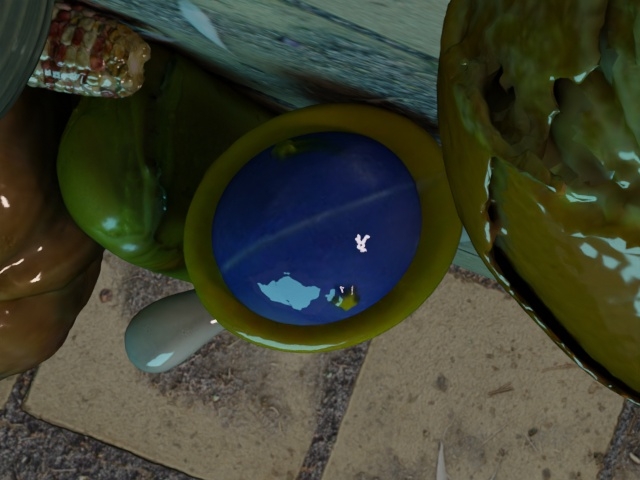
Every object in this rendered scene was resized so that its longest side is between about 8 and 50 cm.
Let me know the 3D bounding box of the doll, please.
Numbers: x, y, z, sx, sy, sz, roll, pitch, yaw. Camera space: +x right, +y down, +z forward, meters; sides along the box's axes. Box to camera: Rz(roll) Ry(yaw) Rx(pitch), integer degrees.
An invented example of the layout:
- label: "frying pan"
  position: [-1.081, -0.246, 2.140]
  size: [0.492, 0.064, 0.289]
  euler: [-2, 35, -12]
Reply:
- label: "doll"
  position: [-0.030, 0.000, 1.232]
  size: [0.160, 0.311, 0.242]
  euler: [63, -165, -6]

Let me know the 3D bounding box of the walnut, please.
- label: "walnut"
  position: [-0.318, -0.047, 1.436]
  size: [0.306, 0.306, 0.344]
  euler: [21, -151, -22]

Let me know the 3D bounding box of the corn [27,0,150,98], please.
- label: "corn"
  position: [-0.234, -0.155, 1.230]
  size: [0.237, 0.080, 0.079]
  euler: [16, 178, 8]

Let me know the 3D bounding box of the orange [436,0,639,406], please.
- label: "orange"
  position: [0.103, -0.030, 0.354]
  size: [0.156, 0.134, 0.157]
  euler: [15, 135, 16]

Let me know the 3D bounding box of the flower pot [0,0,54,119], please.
- label: "flower pot"
  position: [-0.217, -0.117, 0.763]
  size: [0.189, 0.157, 0.243]
  euler: [22, 177, 18]

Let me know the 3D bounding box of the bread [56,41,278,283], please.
- label: "bread"
  position: [-0.093, -0.041, 1.422]
  size: [0.112, 0.166, 0.383]
  euler: [-2, 170, 23]
